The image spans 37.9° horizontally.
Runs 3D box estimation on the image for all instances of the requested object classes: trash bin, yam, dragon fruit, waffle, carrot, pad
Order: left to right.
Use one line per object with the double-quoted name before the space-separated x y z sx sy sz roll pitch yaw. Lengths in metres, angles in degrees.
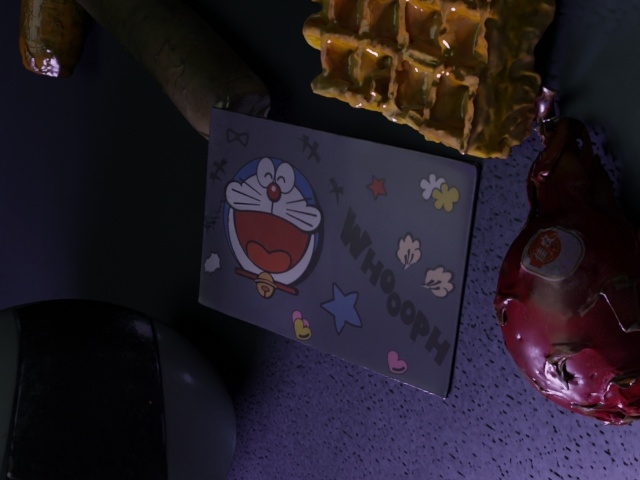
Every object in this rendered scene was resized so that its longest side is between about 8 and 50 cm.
"carrot" -0.306 -0.277 1.083 0.082 0.082 0.173 29 110 50
"trash bin" -0.252 0.263 0.914 0.280 0.280 0.432 54 138 36
"yam" -0.155 -0.197 0.878 0.371 0.083 0.083 46 130 40
"pad" 0.000 0.000 0.688 0.245 0.006 0.170 17 108 36
"waffle" 0.058 -0.187 0.594 0.219 0.057 0.229 29 116 50
"dragon fruit" 0.129 0.003 0.493 0.094 0.094 0.191 -35 59 51
